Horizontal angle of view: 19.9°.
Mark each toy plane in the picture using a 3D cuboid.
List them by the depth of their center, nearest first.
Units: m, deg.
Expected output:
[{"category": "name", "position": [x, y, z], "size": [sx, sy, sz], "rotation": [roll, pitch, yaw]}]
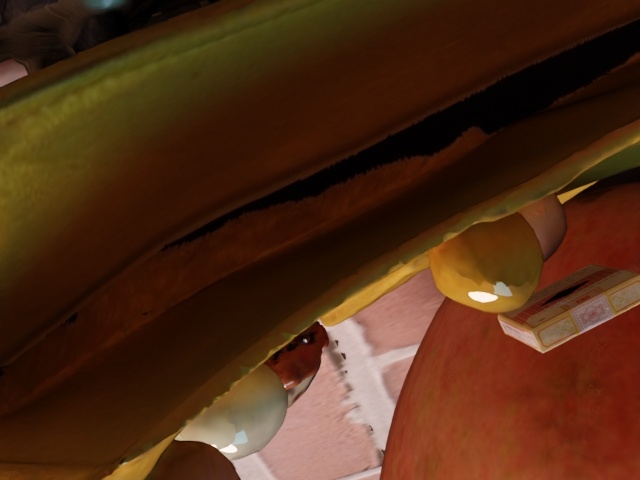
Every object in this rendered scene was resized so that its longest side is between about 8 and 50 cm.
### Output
[{"category": "toy plane", "position": [-0.074, -0.083, 0.557], "size": [0.192, 0.088, 0.262], "rotation": [-16, 173, -10]}]

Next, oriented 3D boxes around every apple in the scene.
[{"category": "apple", "position": [0.204, 0.143, 0.987], "size": [0.364, 0.363, 0.364], "rotation": [-15, 159, -6]}]

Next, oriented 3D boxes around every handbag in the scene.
[{"category": "handbag", "position": [0.000, 0.000, 0.650], "size": [0.401, 0.133, 0.283], "rotation": [-28, 178, -34]}]

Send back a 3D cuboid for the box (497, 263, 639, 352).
[{"category": "box", "position": [0.094, 0.024, 0.687], "size": [0.046, 0.012, 0.083], "rotation": [-27, -178, -2]}]
